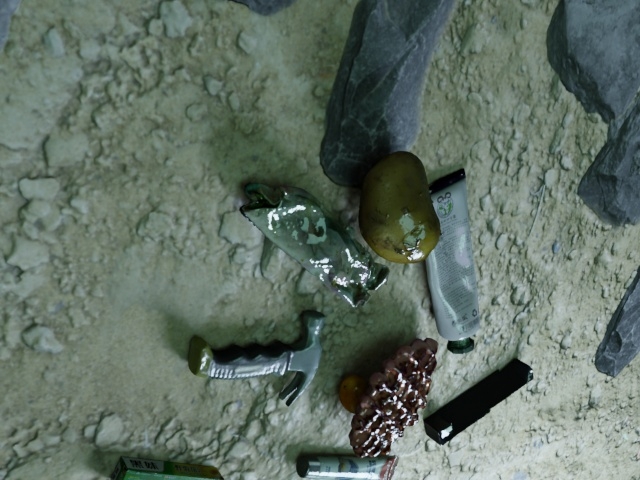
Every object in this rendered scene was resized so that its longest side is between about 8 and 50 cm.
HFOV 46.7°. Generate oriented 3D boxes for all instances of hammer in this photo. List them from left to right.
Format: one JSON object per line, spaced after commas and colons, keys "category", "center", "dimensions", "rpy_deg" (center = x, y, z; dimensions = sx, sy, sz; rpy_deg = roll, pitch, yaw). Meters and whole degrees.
{"category": "hammer", "center": [-0.100, 0.188, 1.168], "dimensions": [0.226, 0.041, 0.158], "rpy_deg": [4, 105, -36]}

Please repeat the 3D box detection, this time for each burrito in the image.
{"category": "burrito", "center": [-0.003, 0.002, 1.138], "dimensions": [0.309, 0.066, 0.096], "rpy_deg": [40, 83, -37]}

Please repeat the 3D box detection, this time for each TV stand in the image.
{"category": "TV stand", "center": [0.324, 0.324, 1.505], "dimensions": [0.256, 0.049, 0.040], "rpy_deg": [-28, 121, -21]}

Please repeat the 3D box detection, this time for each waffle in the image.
{"category": "waffle", "center": [0.131, 0.283, 1.324], "dimensions": [0.234, 0.055, 0.221], "rpy_deg": [-24, 130, -47]}

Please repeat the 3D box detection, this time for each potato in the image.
{"category": "potato", "center": [0.118, -0.048, 1.153], "dimensions": [0.137, 0.137, 0.175], "rpy_deg": [-6, 79, -32]}

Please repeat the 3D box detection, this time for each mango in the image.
{"category": "mango", "center": [0.063, 0.274, 1.310], "dimensions": [0.060, 0.046, 0.089], "rpy_deg": [-40, 130, -16]}

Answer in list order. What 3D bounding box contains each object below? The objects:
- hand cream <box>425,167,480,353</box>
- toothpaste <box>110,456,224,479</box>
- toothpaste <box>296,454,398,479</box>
{"category": "hand cream", "center": [0.233, 0.048, 1.326], "dimensions": [0.121, 0.076, 0.336], "rpy_deg": [-25, 115, -30]}
{"category": "toothpaste", "center": [-0.235, 0.373, 1.157], "dimensions": [0.178, 0.037, 0.043], "rpy_deg": [21, 100, -38]}
{"category": "toothpaste", "center": [0.055, 0.423, 1.374], "dimensions": [0.239, 0.039, 0.062], "rpy_deg": [17, 93, -40]}
